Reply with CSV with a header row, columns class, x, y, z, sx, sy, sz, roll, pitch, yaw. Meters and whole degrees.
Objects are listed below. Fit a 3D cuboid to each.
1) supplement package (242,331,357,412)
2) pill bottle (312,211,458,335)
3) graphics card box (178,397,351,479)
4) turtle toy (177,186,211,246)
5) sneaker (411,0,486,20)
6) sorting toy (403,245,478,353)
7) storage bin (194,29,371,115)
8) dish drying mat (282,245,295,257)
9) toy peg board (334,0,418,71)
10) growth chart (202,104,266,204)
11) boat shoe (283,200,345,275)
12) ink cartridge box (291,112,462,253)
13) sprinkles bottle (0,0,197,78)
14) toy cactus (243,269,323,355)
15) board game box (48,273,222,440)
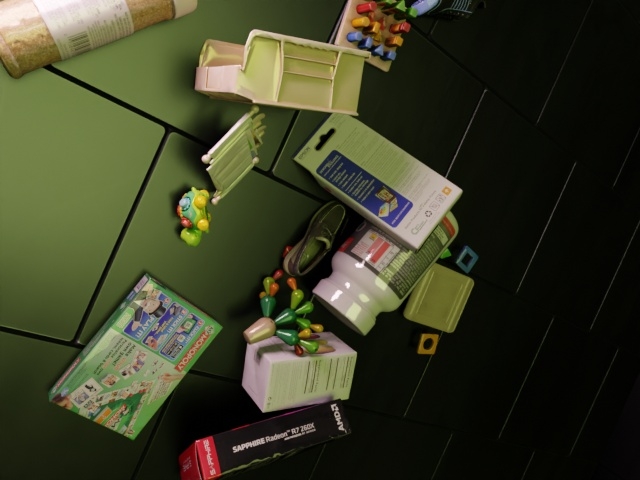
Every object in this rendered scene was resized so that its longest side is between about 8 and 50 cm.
class,x,y,z,sx,sy,sz,roll,pitch,yaw
supplement package,-0.053,0.322,1.326,0.244,0.139,0.133,1,105,-32
pill bottle,0.159,0.047,1.331,0.363,0.210,0.210,-49,121,-10
graphics card box,-0.137,0.492,1.273,0.371,0.232,0.094,-6,64,-27
turtle toy,-0.271,-0.050,1.134,0.066,0.095,0.130,-4,106,-7
sneaker,0.333,-0.594,1.332,0.232,0.081,0.090,-31,111,-20
sorting toy,0.345,0.168,1.571,0.196,0.047,0.347,22,92,-28
storage bin,-0.087,-0.330,1.056,0.261,0.262,0.123,0,105,-30
dish drying mat,-0.054,0.035,1.324,0.083,0.008,0.032,12,96,-32
toy peg board,0.140,-0.507,1.246,0.161,0.079,0.160,16,95,-32
growth chart,-0.174,-0.173,1.096,0.021,0.237,0.172,40,74,8
boat shoe,-0.001,0.000,1.301,0.223,0.073,0.080,-52,123,-13
ink cartridge box,0.129,-0.147,1.248,0.371,0.069,0.175,37,81,11
sprinkles bottle,-0.401,-0.408,0.935,0.356,0.121,0.121,-31,117,-20
toy cactus,-0.100,0.188,1.251,0.181,0.112,0.218,-26,80,-27
board game box,-0.398,0.259,1.164,0.213,0.046,0.317,43,80,-32
